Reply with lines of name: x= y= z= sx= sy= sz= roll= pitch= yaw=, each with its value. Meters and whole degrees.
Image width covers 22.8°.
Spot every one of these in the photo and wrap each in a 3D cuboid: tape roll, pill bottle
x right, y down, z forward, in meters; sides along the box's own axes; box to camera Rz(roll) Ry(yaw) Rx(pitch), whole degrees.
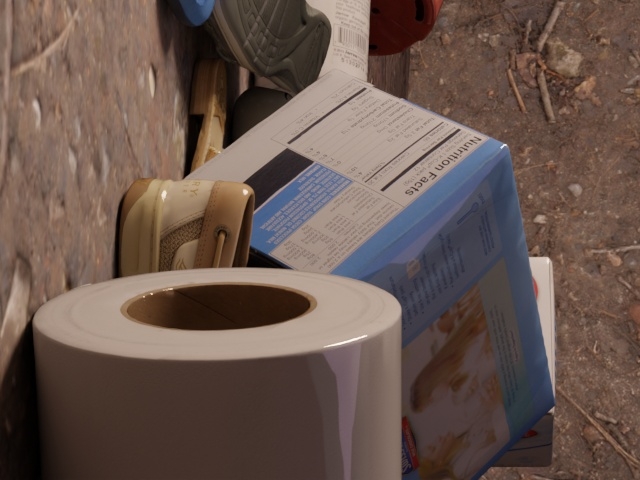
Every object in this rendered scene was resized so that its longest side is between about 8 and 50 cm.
tape roll: x=-0.066 y=0.124 z=1.058 sx=0.246 sy=0.246 sz=0.169 roll=-57 pitch=148 yaw=-75
pill bottle: x=-0.007 y=-0.271 z=1.840 sx=0.131 sy=0.131 sz=0.229 roll=60 pitch=31 yaw=-75

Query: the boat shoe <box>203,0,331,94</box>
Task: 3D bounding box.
boat shoe: x=-0.071 y=-0.225 z=1.576 sx=0.320 sy=0.103 sz=0.118 roll=27 pitch=83 yaw=-75

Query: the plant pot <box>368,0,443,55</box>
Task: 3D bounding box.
plant pot: x=0.076 y=-0.402 z=2.058 sx=0.272 sy=0.272 sz=0.265 roll=80 pitch=22 yaw=-53

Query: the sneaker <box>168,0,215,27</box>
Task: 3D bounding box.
sneaker: x=-0.095 y=-0.289 z=1.372 sx=0.069 sy=0.082 sz=0.209 roll=-40 pitch=132 yaw=-72

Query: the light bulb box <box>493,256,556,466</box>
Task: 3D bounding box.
light bulb box: x=0.159 y=0.183 z=2.270 sx=0.361 sy=0.357 sz=0.225 roll=65 pitch=25 yaw=-70

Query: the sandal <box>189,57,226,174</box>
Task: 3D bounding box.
sandal: x=-0.083 y=-0.057 z=1.505 sx=0.088 sy=0.079 sz=0.240 roll=50 pitch=41 yaw=-78

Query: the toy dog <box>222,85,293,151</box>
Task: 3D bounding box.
toy dog: x=-0.017 y=0.014 z=1.696 sx=0.220 sy=0.161 sz=0.334 roll=-75 pitch=164 yaw=-61

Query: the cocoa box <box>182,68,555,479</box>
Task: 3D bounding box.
cocoa box: x=0.047 y=0.063 z=1.474 sx=0.231 sy=0.228 sz=0.347 roll=-40 pitch=136 yaw=-25

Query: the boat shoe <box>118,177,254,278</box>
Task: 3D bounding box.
boat shoe: x=-0.100 y=0.121 z=1.288 sx=0.121 sy=0.110 sz=0.341 roll=-50 pitch=140 yaw=-78
